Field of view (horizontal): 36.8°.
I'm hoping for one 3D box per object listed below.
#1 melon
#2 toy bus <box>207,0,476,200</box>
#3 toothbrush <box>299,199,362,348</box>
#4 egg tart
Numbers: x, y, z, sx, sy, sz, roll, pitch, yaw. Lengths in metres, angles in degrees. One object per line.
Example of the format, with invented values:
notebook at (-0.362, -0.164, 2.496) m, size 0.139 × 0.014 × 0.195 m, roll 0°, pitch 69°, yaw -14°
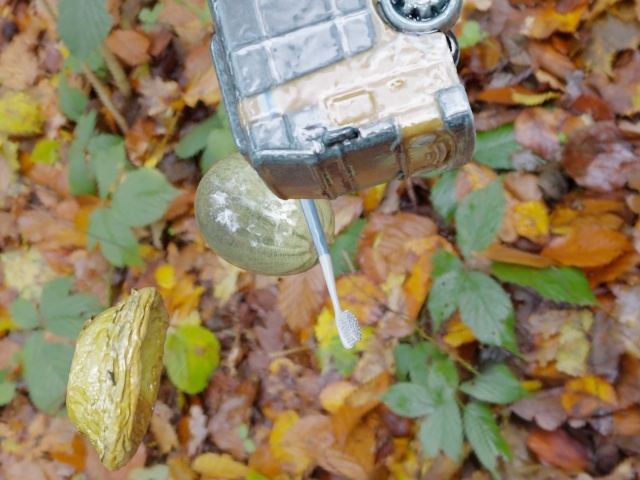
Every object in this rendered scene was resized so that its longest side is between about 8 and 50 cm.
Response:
melon at (-0.114, -0.053, 1.971) m, size 0.329 × 0.248 × 0.248 m, roll 28°, pitch 93°, yaw 41°
toy bus at (0.001, -0.170, 0.653) m, size 0.167 × 0.138 × 0.275 m, roll -17°, pitch 80°, yaw 4°
toothbrush at (0.000, 0.000, 1.159) m, size 0.025 × 0.019 × 0.275 m, roll -42°, pitch 57°, yaw 45°
egg tart at (-0.318, 0.206, 1.487) m, size 0.294 × 0.123 × 0.294 m, roll -171°, pitch 90°, yaw -90°
